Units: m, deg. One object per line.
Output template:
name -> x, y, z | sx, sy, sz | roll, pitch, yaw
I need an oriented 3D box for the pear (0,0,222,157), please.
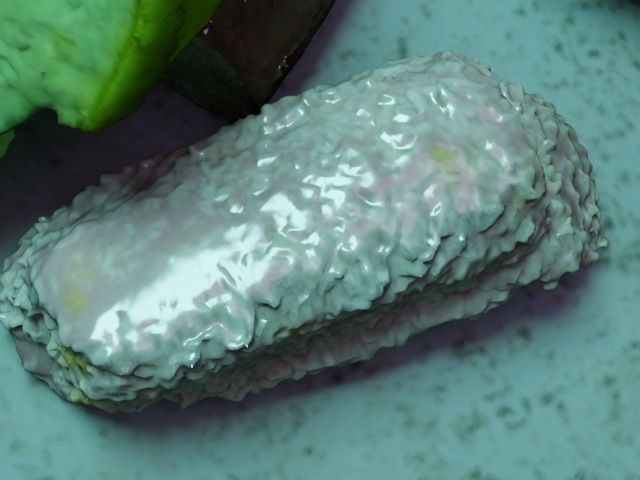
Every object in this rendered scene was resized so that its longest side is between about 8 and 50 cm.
pear -> -0.116, -0.163, 0.525 | 0.159, 0.292, 0.292 | 45, 69, -31

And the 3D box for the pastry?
pastry -> 0.005, -0.005, 0.565 | 0.265, 0.112, 0.103 | -18, 75, -18

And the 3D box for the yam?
yam -> -0.028, -0.120, 0.598 | 0.084, 0.084, 0.127 | 32, 75, -6
